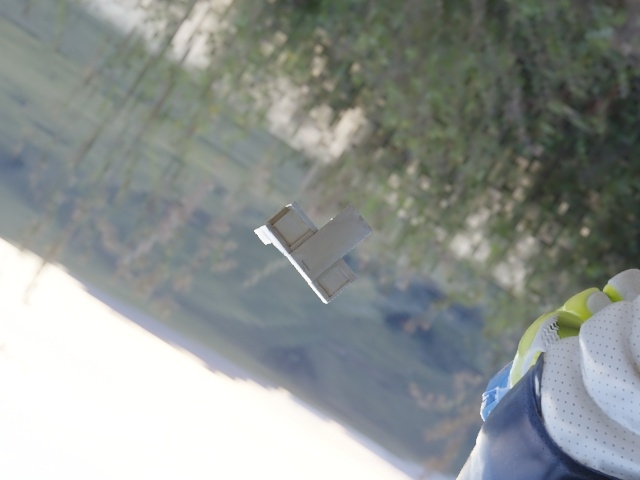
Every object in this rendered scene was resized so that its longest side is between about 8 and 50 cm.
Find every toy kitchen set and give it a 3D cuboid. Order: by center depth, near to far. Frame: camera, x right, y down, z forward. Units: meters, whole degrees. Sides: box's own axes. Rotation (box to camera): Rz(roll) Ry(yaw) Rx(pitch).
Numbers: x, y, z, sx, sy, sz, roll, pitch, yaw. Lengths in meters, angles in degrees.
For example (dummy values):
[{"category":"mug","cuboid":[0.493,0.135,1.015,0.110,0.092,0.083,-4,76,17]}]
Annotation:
[{"category":"toy kitchen set","cuboid":[0.000,0.000,1.416,0.083,0.068,0.075,51,171,-4]}]

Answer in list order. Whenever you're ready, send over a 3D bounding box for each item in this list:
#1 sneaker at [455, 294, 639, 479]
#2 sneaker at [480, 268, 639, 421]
[{"category":"sneaker","cuboid":[0.217,0.160,0.761,0.322,0.236,0.130,33,-158,-3]},{"category":"sneaker","cuboid":[0.203,0.093,1.284,0.240,0.126,0.091,-6,-120,-49]}]
